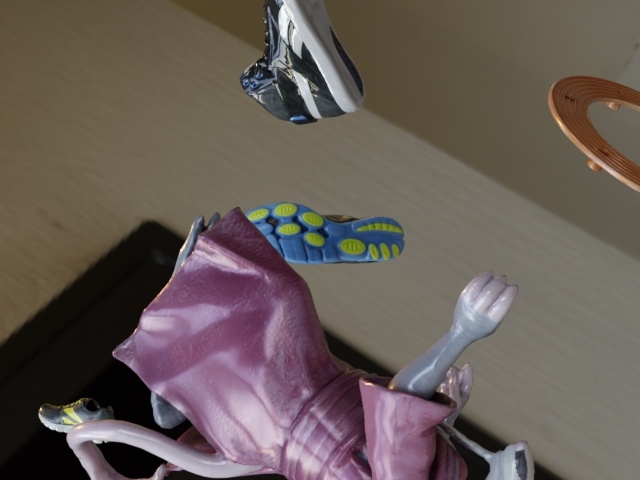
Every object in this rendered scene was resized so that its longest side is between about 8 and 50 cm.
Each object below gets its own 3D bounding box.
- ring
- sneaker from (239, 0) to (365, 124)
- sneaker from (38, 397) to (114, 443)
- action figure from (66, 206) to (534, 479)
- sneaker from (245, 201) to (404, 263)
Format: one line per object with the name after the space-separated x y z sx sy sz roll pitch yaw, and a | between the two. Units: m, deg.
0.469 -0.127 1.672 0.336 0.336 0.032 -31 -27 -53 | ring
-0.050 -0.218 1.278 0.217 0.121 0.079 63 -152 -20 | sneaker
-0.218 0.157 1.073 0.031 0.083 0.035 -5 -74 -66 | sneaker
0.005 0.140 0.860 0.276 0.370 0.248 -46 -32 -16 | action figure
0.000 0.000 1.313 0.078 0.188 0.067 -20 67 62 | sneaker
